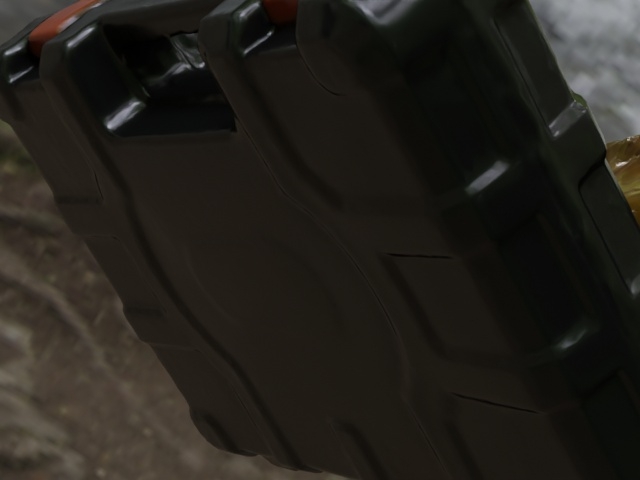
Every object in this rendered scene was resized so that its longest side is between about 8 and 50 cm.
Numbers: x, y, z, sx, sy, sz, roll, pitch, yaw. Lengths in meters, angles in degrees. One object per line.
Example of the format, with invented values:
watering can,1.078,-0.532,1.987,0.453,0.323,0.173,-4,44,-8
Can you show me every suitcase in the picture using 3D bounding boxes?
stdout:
suitcase,0.000,0.000,0.598,0.066,0.285,0.206,-38,111,-25

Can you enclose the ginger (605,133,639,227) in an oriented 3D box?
ginger,0.201,0.075,0.695,0.274,0.357,0.152,50,37,-11
